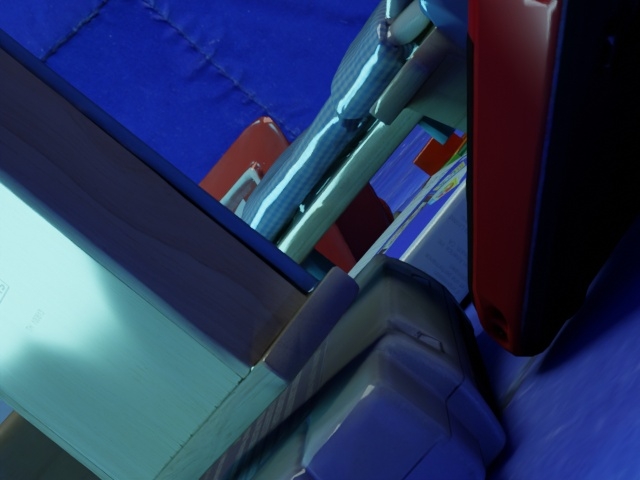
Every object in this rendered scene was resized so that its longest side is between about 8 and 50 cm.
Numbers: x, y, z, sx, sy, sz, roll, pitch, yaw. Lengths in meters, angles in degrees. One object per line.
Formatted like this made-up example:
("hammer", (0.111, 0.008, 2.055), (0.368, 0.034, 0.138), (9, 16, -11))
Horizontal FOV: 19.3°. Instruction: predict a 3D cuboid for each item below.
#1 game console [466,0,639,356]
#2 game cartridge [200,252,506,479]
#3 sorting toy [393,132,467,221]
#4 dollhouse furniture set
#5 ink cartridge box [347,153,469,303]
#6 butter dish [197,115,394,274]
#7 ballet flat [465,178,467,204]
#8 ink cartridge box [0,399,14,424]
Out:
("game console", (0.160, -0.187, 0.631), (0.386, 0.060, 0.342), (-51, -29, -32))
("game cartridge", (-0.027, 0.115, 0.719), (0.230, 0.068, 0.355), (-44, 3, 6))
("sorting toy", (0.118, -0.086, 1.367), (0.196, 0.047, 0.347), (-48, 2, 4))
("dollhouse furniture set", (-0.055, -0.059, 0.751), (0.303, 0.198, 0.286), (-51, 1, -37))
("ink cartridge box", (0.028, 0.040, 1.012), (0.208, 0.045, 0.206), (-47, 3, -8))
("butter dish", (0.000, 0.000, 1.297), (0.118, 0.160, 0.160), (-21, -14, -35))
("ballet flat", (0.117, -0.057, 0.789), (0.206, 0.073, 0.067), (-45, -19, -34))
("ink cartridge box", (-0.225, 0.164, 1.161), (0.332, 0.065, 0.165), (-47, 2, -10))
